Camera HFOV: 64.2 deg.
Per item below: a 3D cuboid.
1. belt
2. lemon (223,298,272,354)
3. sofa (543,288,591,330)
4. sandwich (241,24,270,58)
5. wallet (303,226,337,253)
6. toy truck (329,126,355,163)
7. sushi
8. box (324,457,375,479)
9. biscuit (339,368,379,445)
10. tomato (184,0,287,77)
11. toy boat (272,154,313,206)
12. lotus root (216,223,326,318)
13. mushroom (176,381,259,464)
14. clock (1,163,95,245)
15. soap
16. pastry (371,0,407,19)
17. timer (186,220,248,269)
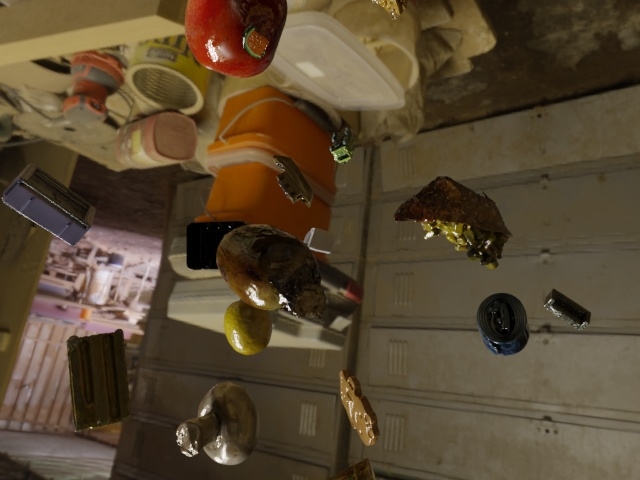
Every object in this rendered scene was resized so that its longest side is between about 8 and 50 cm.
[{"bbox_3d":[0.537,0.249,1.499,0.141,0.190,0.082,-14,129,21],"label":"belt"},{"bbox_3d":[-0.242,0.290,1.723,0.170,0.207,0.170,-10,-168,2],"label":"lemon"},{"bbox_3d":[0.670,0.187,1.384,0.118,0.060,0.039,35,129,11],"label":"sofa"},{"bbox_3d":[-0.175,-0.534,1.373,0.069,0.026,0.101,-25,150,26],"label":"sandwich"},{"bbox_3d":[0.000,0.000,1.399,0.025,0.061,0.122,30,-172,32],"label":"wallet"},{"bbox_3d":[0.096,-0.373,2.027,0.077,0.169,0.100,-21,123,23],"label":"toy truck"},{"bbox_3d":[0.326,-0.038,1.190,0.166,0.179,0.296,6,168,47],"label":"sushi"},{"bbox_3d":[0.050,0.556,1.141,0.156,0.022,0.089,-29,-161,7],"label":"box"},{"bbox_3d":[0.077,0.359,1.087,0.027,0.184,0.133,-10,128,-16],"label":"biscuit"},{"bbox_3d":[-0.252,-0.657,1.515,0.293,0.325,0.290,7,-159,-48],"label":"tomato"},{"bbox_3d":[-0.092,-0.185,1.585,0.077,0.200,0.057,-31,163,-5],"label":"toy boat"},{"bbox_3d":[-0.113,0.046,1.020,0.169,0.141,0.314,-22,-143,-37],"label":"lotus root"},{"bbox_3d":[-0.377,0.669,1.856,0.290,0.298,0.297,2,170,-38],"label":"mushroom"},{"bbox_3d":[-0.658,-0.088,1.248,0.193,0.073,0.145,42,-176,-29],"label":"clock"},{"bbox_3d":[-0.559,0.349,1.288,0.135,0.233,0.076,-6,172,-26],"label":"soap"},{"bbox_3d":[0.162,-0.737,1.399,0.250,0.154,0.102,26,174,-34],"label":"pastry"},{"bbox_3d":[-0.305,0.016,1.521,0.187,0.144,0.055,-1,175,8],"label":"timer"}]
